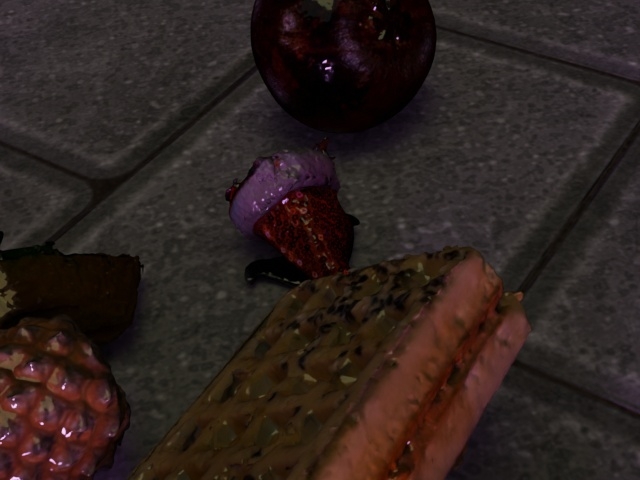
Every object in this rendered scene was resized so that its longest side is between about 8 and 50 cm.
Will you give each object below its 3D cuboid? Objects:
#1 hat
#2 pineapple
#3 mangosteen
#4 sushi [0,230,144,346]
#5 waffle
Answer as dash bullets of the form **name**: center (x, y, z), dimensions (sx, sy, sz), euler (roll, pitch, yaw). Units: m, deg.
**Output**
- **hat**: center (0.001, 0.001, 1.112), dimensions (0.140, 0.129, 0.227), euler (-12, 57, -39)
- **pineapple**: center (-0.332, 0.207, 0.865), dimensions (0.361, 0.175, 0.175), euler (-32, 49, -26)
- **mangosteen**: center (0.011, -0.247, 1.296), dimensions (0.235, 0.235, 0.261), euler (-36, 17, -28)
- **sushi**: center (-0.307, 0.063, 1.025), dimensions (0.287, 0.149, 0.140), euler (-31, 44, -17)
- **waffle**: center (-0.016, 0.167, 0.836), dimensions (0.261, 0.114, 0.376), euler (-18, 25, 47)
